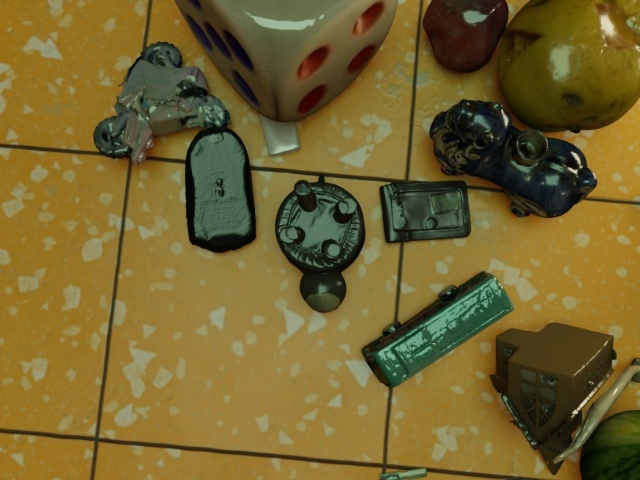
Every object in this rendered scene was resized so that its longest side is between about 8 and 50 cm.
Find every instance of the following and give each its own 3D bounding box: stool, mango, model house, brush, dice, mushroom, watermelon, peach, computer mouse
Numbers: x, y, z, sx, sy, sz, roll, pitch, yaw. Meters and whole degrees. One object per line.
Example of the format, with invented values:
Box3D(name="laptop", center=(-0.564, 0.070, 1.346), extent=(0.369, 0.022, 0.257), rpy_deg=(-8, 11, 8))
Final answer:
Box3D(name="stool", center=(0.009, -0.002, 1.202), extent=(0.153, 0.139, 0.228), rpy_deg=(-24, 82, -1))
Box3D(name="mango", center=(0.459, -0.341, 1.225), extent=(0.253, 0.182, 0.365), rpy_deg=(39, 73, -5))
Box3D(name="model house", center=(0.372, 0.280, 1.186), extent=(0.176, 0.181, 0.248), rpy_deg=(12, 114, 39))
Box3D(name="brush", center=(0.142, 0.404, 1.221), extent=(0.083, 0.013, 0.016), rpy_deg=(-7, 82, -3))
Box3D(name="dice", center=(-0.065, -0.396, 1.147), extent=(0.277, 0.304, 0.304), rpy_deg=(-41, 81, -11))
Box3D(name="mushroom", center=(0.460, 0.258, 1.137), extent=(0.306, 0.043, 0.068), rpy_deg=(-24, 114, -41))
Box3D(name="watermelon", center=(0.513, 0.371, 1.142), extent=(0.188, 0.215, 0.188), rpy_deg=(2, 53, -3))
Box3D(name="peach", center=(0.261, -0.372, 1.241), extent=(0.152, 0.152, 0.152), rpy_deg=(0, 84, 0))
Box3D(name="computer mouse", center=(-0.177, -0.086, 1.242), extent=(0.122, 0.073, 0.217), rpy_deg=(-4, 92, -7))

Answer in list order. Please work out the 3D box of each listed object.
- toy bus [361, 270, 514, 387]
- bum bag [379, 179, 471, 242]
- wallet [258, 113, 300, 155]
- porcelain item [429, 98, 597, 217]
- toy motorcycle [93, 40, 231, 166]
Box3D(name="toy bus", center=(0.196, 0.150, 1.205), extent=(0.261, 0.109, 0.091), rpy_deg=(-34, 91, -3))
Box3D(name="bum bag", center=(0.187, -0.052, 1.268), extent=(0.159, 0.026, 0.109), rpy_deg=(-3, 84, -6))
Box3D(name="wallet", center=(-0.077, -0.215, 1.281), extent=(0.061, 0.025, 0.122), rpy_deg=(-14, 84, -4))
Box3D(name="porcelain item", center=(0.325, -0.147, 1.191), extent=(0.288, 0.186, 0.138), rpy_deg=(28, 79, -1))
Box3D(name="toy motorcycle", center=(-0.259, -0.225, 1.239), extent=(0.204, 0.108, 0.239), rpy_deg=(23, 84, 2))
